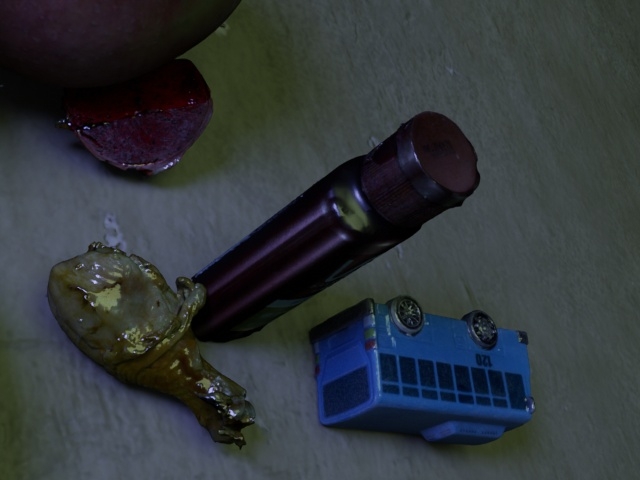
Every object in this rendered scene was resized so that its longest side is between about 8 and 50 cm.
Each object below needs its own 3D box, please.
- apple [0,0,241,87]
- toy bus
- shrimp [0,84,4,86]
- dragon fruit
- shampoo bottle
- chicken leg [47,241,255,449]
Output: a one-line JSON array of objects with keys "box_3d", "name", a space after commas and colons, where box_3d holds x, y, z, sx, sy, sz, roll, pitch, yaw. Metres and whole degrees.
[{"box_3d": [-0.197, -0.274, 0.691, 0.306, 0.235, 0.305, -2, 95, -17], "name": "apple"}, {"box_3d": [0.116, 0.146, 0.877, 0.234, 0.116, 0.133, 14, 58, -32], "name": "toy bus"}, {"box_3d": [-0.423, -0.097, 0.547, 0.410, 0.166, 0.221, -31, 65, -32], "name": "shrimp"}, {"box_3d": [-0.181, -0.118, 0.807, 0.147, 0.096, 0.102, -7, 56, -10], "name": "dragon fruit"}, {"box_3d": [0.000, 0.000, 0.713, 0.129, 0.323, 0.084, -16, 78, -45], "name": "shampoo bottle"}, {"box_3d": [-0.137, 0.088, 0.717, 0.228, 0.088, 0.103, 39, 34, -11], "name": "chicken leg"}]
